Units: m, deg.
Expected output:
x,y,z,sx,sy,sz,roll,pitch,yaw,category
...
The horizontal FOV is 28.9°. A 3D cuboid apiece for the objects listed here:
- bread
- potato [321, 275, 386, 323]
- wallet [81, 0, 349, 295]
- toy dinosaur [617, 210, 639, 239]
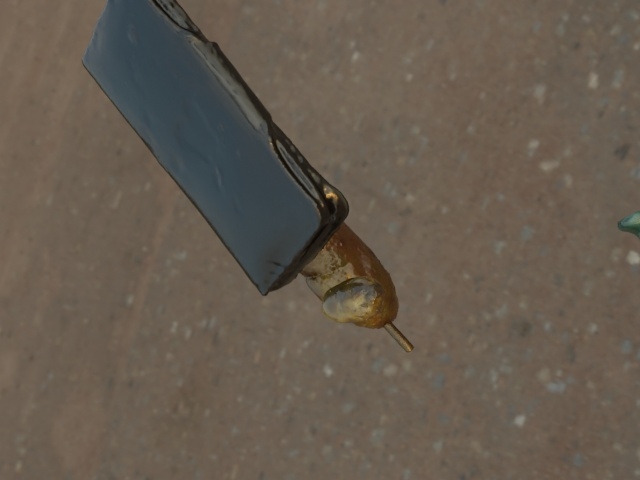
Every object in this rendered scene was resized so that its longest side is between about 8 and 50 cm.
x,y,z,sx,sy,sz,roll,pitch,yaw,category
-0.001,0.002,1.514,0.084,0.344,0.124,-46,-5,25,bread
0.035,0.065,1.348,0.083,0.040,0.051,-14,44,40,potato
-0.130,-0.124,1.383,0.051,0.377,0.197,-33,-10,-39,wallet
0.361,0.101,0.808,0.383,0.129,0.331,-18,85,25,toy dinosaur
